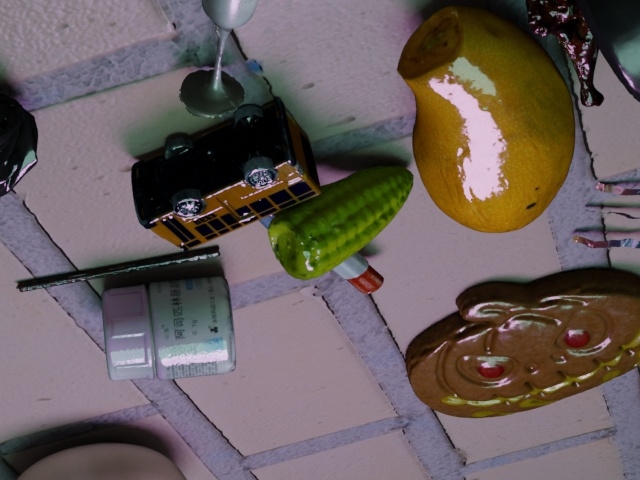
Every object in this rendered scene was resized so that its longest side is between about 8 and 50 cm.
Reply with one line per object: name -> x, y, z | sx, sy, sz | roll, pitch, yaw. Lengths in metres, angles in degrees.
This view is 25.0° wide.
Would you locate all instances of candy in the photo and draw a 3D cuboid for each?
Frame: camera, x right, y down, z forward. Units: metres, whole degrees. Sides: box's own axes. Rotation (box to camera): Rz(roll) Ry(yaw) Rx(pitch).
candy -> 0.033, -0.032, 1.735 | 0.209, 0.097, 0.097 | -32, 156, -29

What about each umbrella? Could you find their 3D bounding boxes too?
umbrella -> -0.406, -0.044, 1.640 | 0.118, 0.118, 0.340 | 8, 142, -24

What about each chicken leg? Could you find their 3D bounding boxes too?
chicken leg -> 0.268, -0.230, 1.557 | 0.048, 0.089, 0.219 | 18, 164, 35

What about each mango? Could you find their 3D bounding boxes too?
mango -> 0.194, -0.131, 1.629 | 0.187, 0.144, 0.359 | -14, 143, 2

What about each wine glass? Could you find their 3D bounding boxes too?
wine glass -> -0.096, -0.235, 1.473 | 0.074, 0.074, 0.262 | -1, 145, -13

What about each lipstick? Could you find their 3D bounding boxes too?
lipstick -> 0.000, 0.000, 1.833 | 0.061, 0.068, 0.274 | 7, 157, 38

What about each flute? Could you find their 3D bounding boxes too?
flute -> -0.263, 0.038, 1.876 | 0.269, 0.014, 0.014 | -10, 146, 2

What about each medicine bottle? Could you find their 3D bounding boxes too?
medicine bottle -> -0.200, 0.118, 1.903 | 0.168, 0.135, 0.135 | -6, 146, -6

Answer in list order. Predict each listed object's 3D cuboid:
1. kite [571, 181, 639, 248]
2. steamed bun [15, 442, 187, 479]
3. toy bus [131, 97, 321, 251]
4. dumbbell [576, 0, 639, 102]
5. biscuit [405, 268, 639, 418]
kite -> 0.524, -0.033, 1.961 | 0.360, 0.022, 0.204 | -3, 145, -12
steamed bun -> -0.349, 0.440, 2.271 | 0.324, 0.206, 0.324 | -8, 148, -5
toy bus -> -0.110, -0.071, 1.681 | 0.201, 0.098, 0.114 | -23, 146, 15
dumbbell -> 0.423, -0.283, 1.409 | 0.322, 0.204, 0.204 | -27, 142, 24
biscuit -> 0.315, 0.162, 2.148 | 0.394, 0.070, 0.350 | -28, 142, 26
